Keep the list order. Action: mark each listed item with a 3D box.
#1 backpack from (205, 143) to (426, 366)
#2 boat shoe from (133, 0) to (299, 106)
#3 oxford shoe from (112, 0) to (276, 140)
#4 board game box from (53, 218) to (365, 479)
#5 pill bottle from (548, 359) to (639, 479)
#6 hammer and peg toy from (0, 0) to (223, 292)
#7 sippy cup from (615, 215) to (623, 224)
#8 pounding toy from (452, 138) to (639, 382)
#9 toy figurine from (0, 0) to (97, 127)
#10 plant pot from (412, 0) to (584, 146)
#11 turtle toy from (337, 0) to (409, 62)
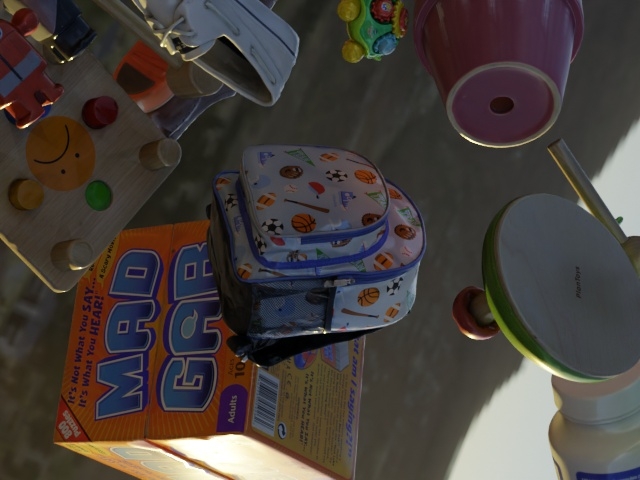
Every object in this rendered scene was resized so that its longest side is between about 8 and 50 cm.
[{"bbox_3d":[0.000,0.000,1.958,0.276,0.263,0.213,-104,-156,-43],"label":"backpack"},{"bbox_3d":[-0.131,-0.227,1.587,0.267,0.096,0.088,36,58,-42],"label":"boat shoe"},{"bbox_3d":[-0.150,-0.290,2.201,0.363,0.130,0.132,-48,138,-18],"label":"oxford shoe"},{"bbox_3d":[-0.166,0.199,2.519,0.356,0.356,0.356,37,52,-53],"label":"board game box"},{"bbox_3d":[0.357,0.269,1.836,0.152,0.152,0.272,-61,140,-58],"label":"pill bottle"},{"bbox_3d":[-0.303,-0.150,1.925,0.127,0.266,0.361,-9,-142,55],"label":"hammer and peg toy"},{"bbox_3d":[0.491,0.094,1.960,0.224,0.305,0.240,-51,-151,-20],"label":"sippy cup"},{"bbox_3d":[0.207,0.045,1.424,0.110,0.183,0.237,-38,-170,43],"label":"pounding toy"},{"bbox_3d":[-0.317,-0.158,1.315,0.213,0.148,0.209,-33,-159,25],"label":"toy figurine"},{"bbox_3d":[0.206,-0.213,1.763,0.201,0.201,0.180,109,-12,-44],"label":"plant pot"},{"bbox_3d":[0.062,-0.256,1.682,0.095,0.066,0.130,-59,149,-54],"label":"turtle toy"}]
